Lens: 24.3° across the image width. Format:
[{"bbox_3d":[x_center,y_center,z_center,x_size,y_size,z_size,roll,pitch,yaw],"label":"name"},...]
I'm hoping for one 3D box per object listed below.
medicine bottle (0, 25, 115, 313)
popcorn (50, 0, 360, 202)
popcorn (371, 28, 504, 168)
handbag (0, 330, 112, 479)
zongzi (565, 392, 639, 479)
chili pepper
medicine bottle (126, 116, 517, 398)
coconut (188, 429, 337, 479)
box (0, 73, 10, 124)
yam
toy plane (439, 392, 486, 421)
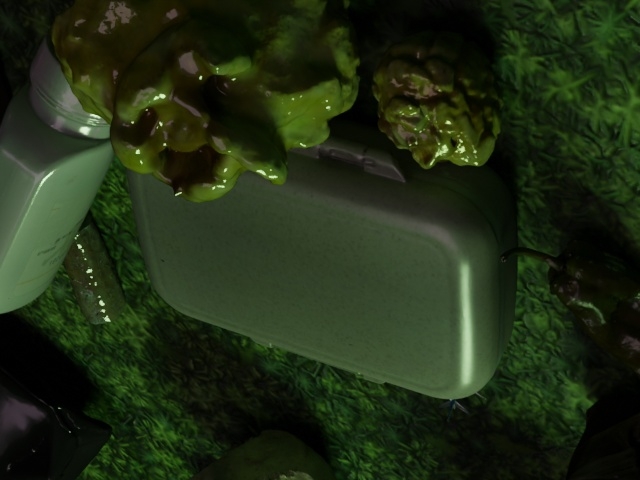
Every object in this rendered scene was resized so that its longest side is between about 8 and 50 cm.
[{"bbox_3d":[-0.273,-0.071,1.470,0.111,0.161,0.296,36,126,4],"label":"medicine bottle"},{"bbox_3d":[-0.093,-0.161,1.230,0.256,0.255,0.195,3,158,-7],"label":"popcorn"},{"bbox_3d":[0.091,-0.116,1.230,0.106,0.116,0.120,4,172,43],"label":"popcorn"},{"bbox_3d":[-0.440,0.225,1.909,0.288,0.152,0.342,49,139,4],"label":"handbag"},{"bbox_3d":[0.306,0.329,1.337,0.289,0.317,0.154,46,146,-10],"label":"zongzi"},{"bbox_3d":[0.249,0.047,1.305,0.204,0.073,0.072,43,105,-14],"label":"chili pepper"},{"bbox_3d":[0.000,0.000,1.390,0.375,0.123,0.282,16,134,22],"label":"medicine bottle"},{"bbox_3d":[-0.060,0.319,1.695,0.194,0.194,0.194,19,137,19],"label":"coconut"},{"bbox_3d":[-0.458,-0.080,1.543,0.188,0.252,0.153,17,141,24],"label":"box"},{"bbox_3d":[-0.258,0.028,1.653,0.054,0.054,0.132,6,130,31],"label":"yam"},{"bbox_3d":[0.131,0.145,1.511,0.078,0.024,0.084,11,127,28],"label":"toy plane"}]
